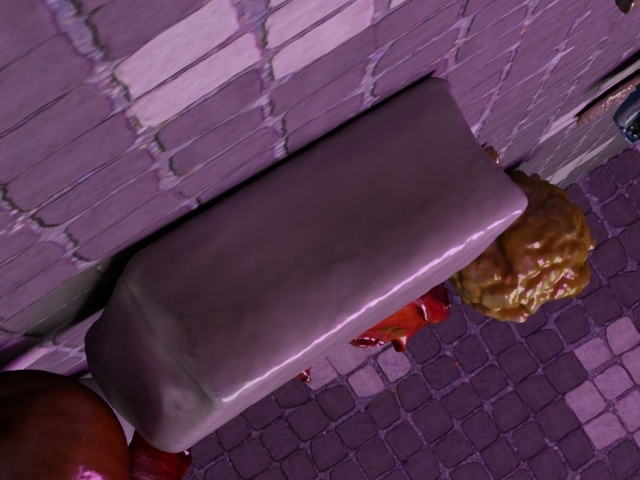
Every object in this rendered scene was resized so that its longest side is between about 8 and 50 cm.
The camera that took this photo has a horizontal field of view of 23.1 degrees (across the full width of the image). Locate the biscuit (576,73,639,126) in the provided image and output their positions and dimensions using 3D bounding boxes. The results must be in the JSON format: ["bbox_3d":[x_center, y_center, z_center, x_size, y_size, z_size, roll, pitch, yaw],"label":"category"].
[{"bbox_3d":[0.450,-0.219,2.375,0.152,0.020,0.152,-34,175,-3],"label":"biscuit"}]

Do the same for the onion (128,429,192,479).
[{"bbox_3d":[-0.278,0.284,1.933,0.272,0.195,0.272,-43,-154,27],"label":"onion"}]

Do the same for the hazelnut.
[{"bbox_3d":[-0.260,0.204,1.288,0.210,0.186,0.210,-22,-173,3],"label":"hazelnut"}]

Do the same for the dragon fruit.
[{"bbox_3d":[0.035,0.075,1.751,0.212,0.134,0.262,-34,-171,13],"label":"dragon fruit"}]

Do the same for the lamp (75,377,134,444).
[{"bbox_3d":[-0.228,0.178,1.650,0.106,0.106,0.193,-39,-179,40],"label":"lamp"}]

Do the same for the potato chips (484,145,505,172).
[{"bbox_3d":[0.225,-0.072,2.182,0.080,0.057,0.407,-31,174,6],"label":"potato chips"}]

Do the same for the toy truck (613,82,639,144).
[{"bbox_3d":[0.524,-0.225,2.097,0.279,0.156,0.155,-37,173,30],"label":"toy truck"}]

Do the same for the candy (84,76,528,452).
[{"bbox_3d":[-0.015,0.024,1.324,0.359,0.145,0.208,-32,173,-23],"label":"candy"}]

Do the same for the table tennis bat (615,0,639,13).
[{"bbox_3d":[0.392,-0.298,1.550,0.246,0.022,0.138,-34,173,-14],"label":"table tennis bat"}]

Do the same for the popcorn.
[{"bbox_3d":[0.306,0.010,2.500,0.249,0.249,0.225,-30,-170,-31],"label":"popcorn"}]
